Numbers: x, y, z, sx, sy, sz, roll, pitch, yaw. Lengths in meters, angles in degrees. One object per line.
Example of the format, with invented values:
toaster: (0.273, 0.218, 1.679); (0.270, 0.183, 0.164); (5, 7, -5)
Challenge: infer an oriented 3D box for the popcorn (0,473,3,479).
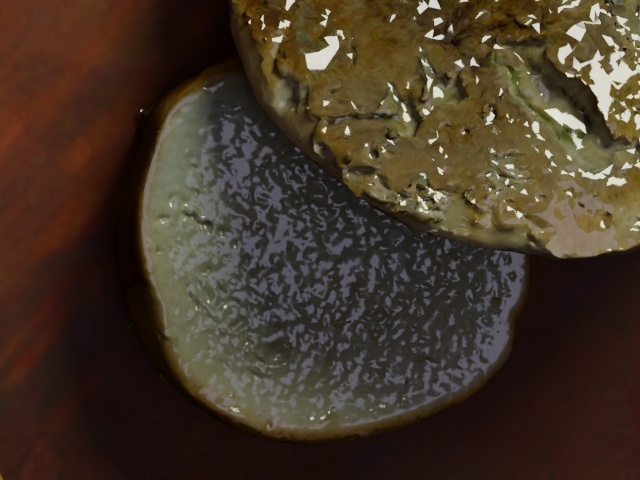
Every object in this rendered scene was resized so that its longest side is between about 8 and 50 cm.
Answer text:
popcorn: (-0.240, 0.143, 0.928); (0.180, 0.180, 0.170); (27, 119, -18)

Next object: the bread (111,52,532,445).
bread: (0.000, 0.000, 1.007); (0.236, 0.070, 0.236); (-3, 99, -17)

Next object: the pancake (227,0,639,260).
pancake: (0.121, -0.144, 0.950); (0.356, 0.065, 0.356); (1, 66, -1)
